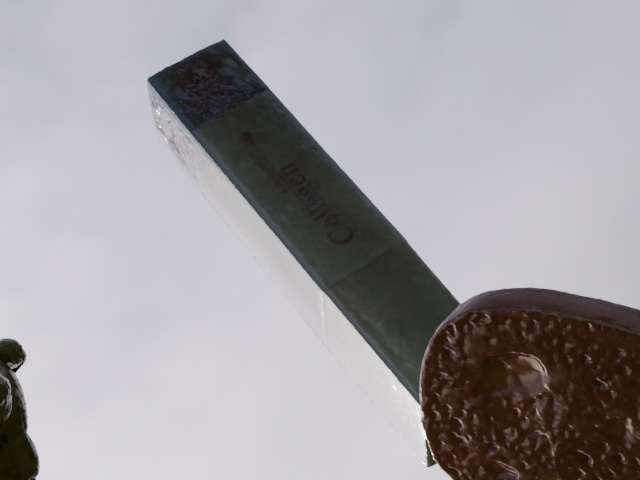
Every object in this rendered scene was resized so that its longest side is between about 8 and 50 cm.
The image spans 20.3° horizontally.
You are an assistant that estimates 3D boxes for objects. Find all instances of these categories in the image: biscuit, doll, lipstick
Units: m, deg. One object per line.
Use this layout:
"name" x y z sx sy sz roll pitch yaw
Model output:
"biscuit" 0.068 0.050 0.465 0.015 0.091 0.078 -39 -43 -50
"doll" -0.215 0.135 1.051 0.137 0.097 0.209 -52 8 9
"lipstick" 0.000 0.000 1.289 0.076 0.371 0.080 -29 -36 -18
